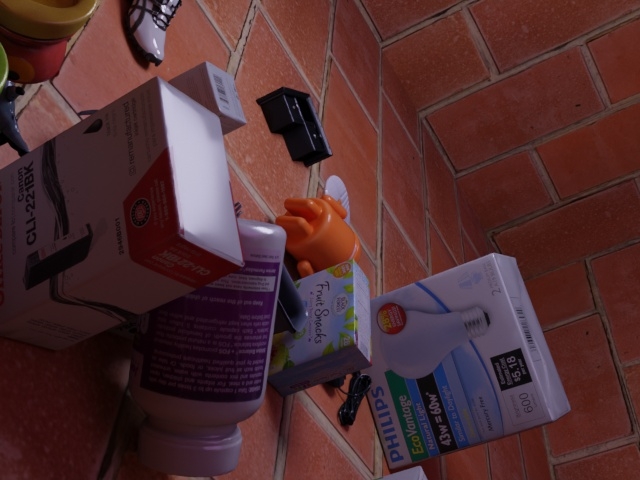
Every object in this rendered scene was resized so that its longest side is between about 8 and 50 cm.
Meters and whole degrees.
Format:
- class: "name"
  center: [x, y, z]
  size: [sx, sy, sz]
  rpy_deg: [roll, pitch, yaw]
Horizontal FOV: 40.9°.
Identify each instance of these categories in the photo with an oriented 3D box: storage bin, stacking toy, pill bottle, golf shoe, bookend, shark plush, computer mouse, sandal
- class: "storage bin"
  center: [-0.093, 0.095, 1.430]
  size: [0.135, 0.091, 0.098]
  rpy_deg: [63, 20, -12]
- class: "stacking toy"
  center: [-0.409, -0.211, 0.838]
  size: [0.308, 0.130, 0.280]
  rpy_deg: [26, 47, -12]
- class: "pill bottle"
  center: [-0.142, 0.121, 1.042]
  size: [0.169, 0.169, 0.302]
  rpy_deg: [2, 96, -68]
- class: "golf shoe"
  center: [-0.283, -0.395, 1.474]
  size: [0.077, 0.093, 0.198]
  rpy_deg: [31, 42, -60]
- class: "bookend"
  center: [-0.056, -0.252, 1.921]
  size: [0.157, 0.072, 0.156]
  rpy_deg: [-6, 74, -69]
- class: "shark plush"
  center: [-0.373, -0.164, 0.998]
  size: [0.073, 0.067, 0.161]
  rpy_deg: [38, 21, -48]
- class: "computer mouse"
  center: [0.038, 0.212, 1.679]
  size: [0.262, 0.060, 0.184]
  rpy_deg: [65, 21, -8]
- class: "sandal"
  center: [0.016, -0.008, 1.860]
  size: [0.102, 0.076, 0.265]
  rpy_deg: [-36, 123, -55]

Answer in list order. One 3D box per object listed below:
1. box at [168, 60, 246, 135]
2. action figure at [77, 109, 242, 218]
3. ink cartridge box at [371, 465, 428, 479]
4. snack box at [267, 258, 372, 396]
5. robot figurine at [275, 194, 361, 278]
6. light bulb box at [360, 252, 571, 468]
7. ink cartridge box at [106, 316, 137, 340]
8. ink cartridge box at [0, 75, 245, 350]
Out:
- class: "box"
  center: [-0.200, -0.244, 1.526]
  size: [0.102, 0.087, 0.101]
  rpy_deg: [18, 52, -65]
- class: "action figure"
  center: [-0.228, -0.118, 1.231]
  size: [0.276, 0.164, 0.141]
  rpy_deg: [58, 46, -45]
- class: "ink cartridge box"
  center: [0.143, 0.521, 1.474]
  size: [0.220, 0.160, 0.092]
  rpy_deg: [64, 20, -12]
- class: "snack box"
  center: [-0.002, 0.148, 1.482]
  size: [0.070, 0.174, 0.207]
  rpy_deg: [53, 25, -36]
- class: "robot figurine"
  center: [-0.001, 0.002, 1.715]
  size: [0.219, 0.128, 0.158]
  rpy_deg: [45, 22, -43]
- class: "light bulb box"
  center: [0.284, 0.255, 1.820]
  size: [0.225, 0.361, 0.358]
  rpy_deg: [12, 58, -64]
- class: "ink cartridge box"
  center: [-0.226, 0.061, 1.177]
  size: [0.332, 0.065, 0.166]
  rpy_deg: [32, 41, -56]
- class: "ink cartridge box"
  center: [-0.236, -0.021, 0.938]
  size: [0.114, 0.272, 0.197]
  rpy_deg: [29, 42, -53]
